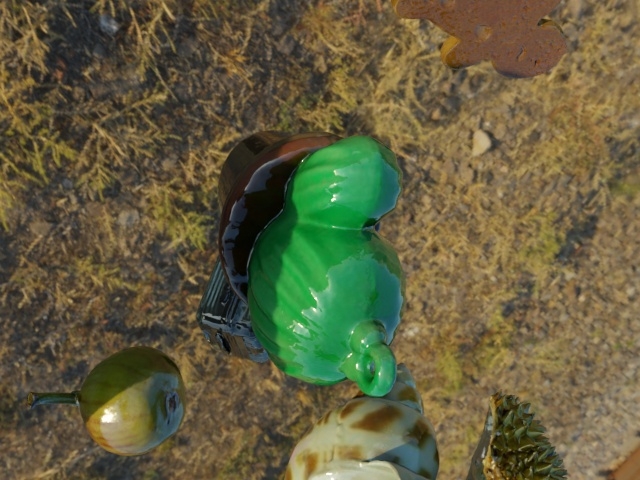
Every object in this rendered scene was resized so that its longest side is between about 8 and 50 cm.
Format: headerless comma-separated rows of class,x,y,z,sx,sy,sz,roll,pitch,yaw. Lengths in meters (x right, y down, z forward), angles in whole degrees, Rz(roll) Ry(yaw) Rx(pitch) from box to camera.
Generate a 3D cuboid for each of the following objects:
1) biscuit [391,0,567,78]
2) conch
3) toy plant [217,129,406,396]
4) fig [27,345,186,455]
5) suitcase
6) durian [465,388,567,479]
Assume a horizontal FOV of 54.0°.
biscuit,0.172,-0.225,0.629,0.204,0.031,0.138,22,141,-35
conch,0.069,0.320,0.773,0.197,0.368,0.249,16,152,-33
toy plant,0.000,0.000,0.367,0.105,0.200,0.143,4,117,-33
fig,-0.281,0.232,0.882,0.186,0.142,0.148,-20,-173,35
suitcase,-0.115,0.059,1.168,0.202,0.128,0.312,88,18,-63
durian,0.254,0.311,0.815,0.183,0.137,0.250,-50,147,-38
